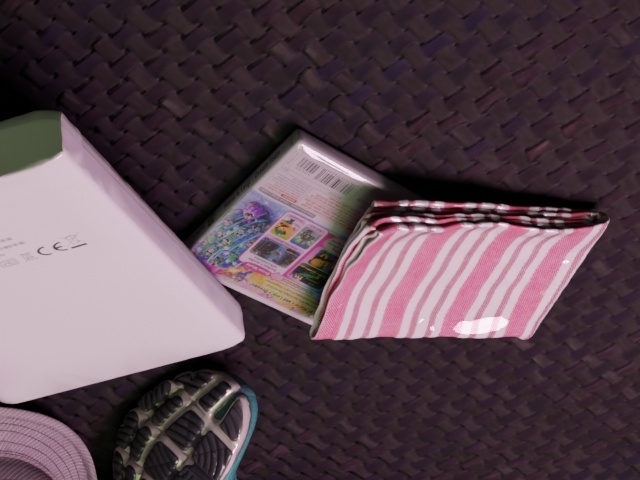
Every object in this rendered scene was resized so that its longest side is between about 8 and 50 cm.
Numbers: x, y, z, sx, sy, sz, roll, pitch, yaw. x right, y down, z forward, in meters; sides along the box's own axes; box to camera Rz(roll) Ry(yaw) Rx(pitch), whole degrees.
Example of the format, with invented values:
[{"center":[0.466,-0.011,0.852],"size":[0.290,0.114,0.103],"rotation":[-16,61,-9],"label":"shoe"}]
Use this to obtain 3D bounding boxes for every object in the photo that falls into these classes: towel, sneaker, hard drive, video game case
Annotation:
[{"center":[0.101,0.029,0.960],"size":[0.197,0.029,0.144],"rotation":[2,140,-21],"label":"towel"},{"center":[-0.116,0.208,1.102],"size":[0.110,0.107,0.275],"rotation":[-14,141,-45],"label":"sneaker"},{"center":[-0.195,0.027,0.861],"size":[0.203,0.040,0.307],"rotation":[-15,154,10],"label":"hard drive"},{"center":[0.000,0.000,0.946],"size":[0.157,0.019,0.143],"rotation":[27,127,-31],"label":"video game case"}]

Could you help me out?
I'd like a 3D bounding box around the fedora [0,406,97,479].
[{"center":[-0.265,0.277,1.000],"size":[0.244,0.124,0.275],"rotation":[28,97,-46],"label":"fedora"}]
